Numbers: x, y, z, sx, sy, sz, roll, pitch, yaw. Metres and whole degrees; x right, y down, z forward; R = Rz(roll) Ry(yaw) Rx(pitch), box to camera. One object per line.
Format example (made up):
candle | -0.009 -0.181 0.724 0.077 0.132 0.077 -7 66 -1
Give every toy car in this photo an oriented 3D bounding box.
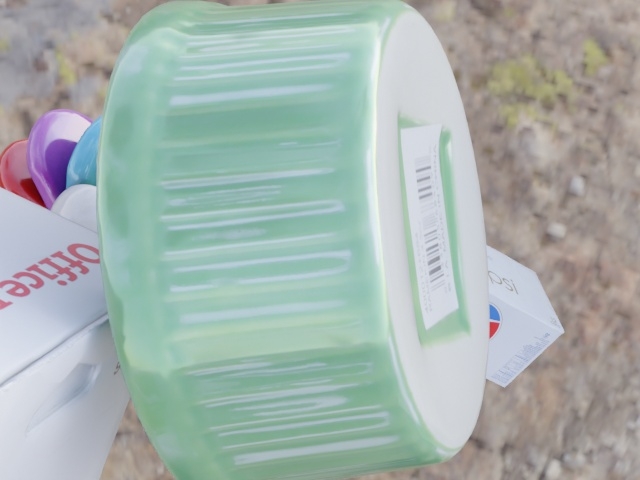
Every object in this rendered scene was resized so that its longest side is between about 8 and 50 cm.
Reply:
toy car | -0.192 -0.038 1.311 0.136 0.182 0.159 58 40 -5

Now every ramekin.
ramekin | 0.000 0.000 0.963 0.148 0.303 0.303 -6 55 17

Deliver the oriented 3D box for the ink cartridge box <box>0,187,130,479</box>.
ink cartridge box | -0.323 0.038 0.909 0.395 0.166 0.285 24 20 10

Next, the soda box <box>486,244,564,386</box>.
soda box | 0.075 0.027 1.198 0.216 0.069 0.074 28 28 -33
